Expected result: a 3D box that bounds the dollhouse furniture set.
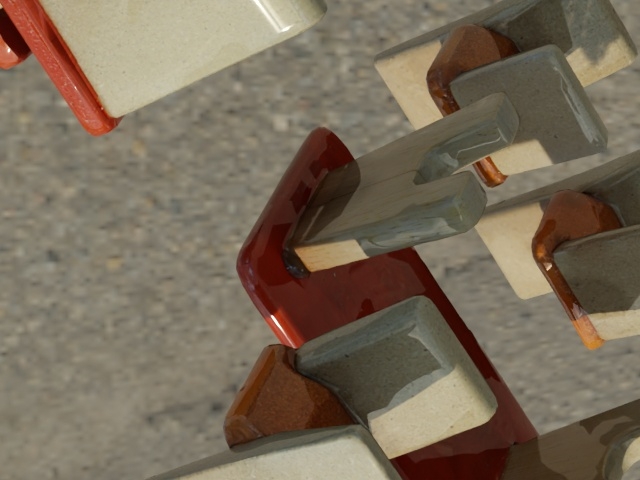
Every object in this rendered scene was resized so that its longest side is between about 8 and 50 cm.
[{"bbox_3d":[0.000,0.000,0.591,0.135,0.262,0.259,-20,114,32],"label":"dollhouse furniture set"}]
